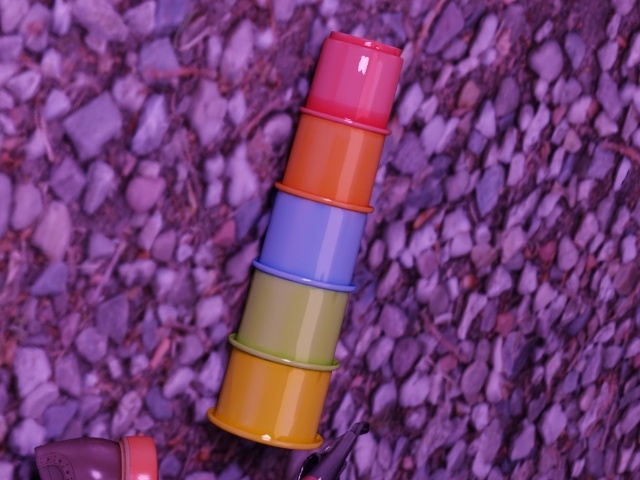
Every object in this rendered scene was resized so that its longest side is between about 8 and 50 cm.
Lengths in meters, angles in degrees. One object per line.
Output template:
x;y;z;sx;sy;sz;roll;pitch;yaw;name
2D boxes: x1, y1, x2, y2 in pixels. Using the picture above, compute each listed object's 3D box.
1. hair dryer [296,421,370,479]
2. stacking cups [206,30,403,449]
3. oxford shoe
-0.066;0.250;1.383;0.224;0.080;0.293;-68;169;20;hair dryer
0.000;0.000;1.407;0.096;0.096;0.316;10;99;-44;stacking cups
-0.187;0.266;1.364;0.098;0.097;0.271;5;107;-14;oxford shoe
